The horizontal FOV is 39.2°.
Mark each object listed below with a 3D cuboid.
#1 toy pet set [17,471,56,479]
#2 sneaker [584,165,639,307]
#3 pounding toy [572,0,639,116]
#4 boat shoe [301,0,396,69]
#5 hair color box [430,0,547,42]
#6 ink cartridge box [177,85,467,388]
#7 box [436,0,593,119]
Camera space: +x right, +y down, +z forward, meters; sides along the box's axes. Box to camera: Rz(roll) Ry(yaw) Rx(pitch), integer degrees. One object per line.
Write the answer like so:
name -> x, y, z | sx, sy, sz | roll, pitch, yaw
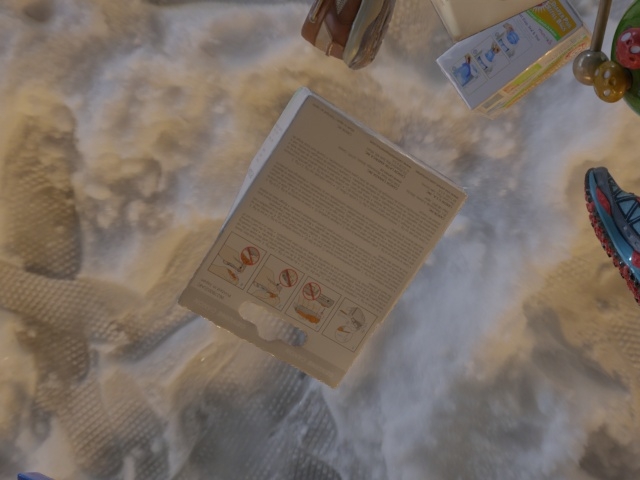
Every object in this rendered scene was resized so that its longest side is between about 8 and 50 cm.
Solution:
toy pet set -> -0.315, 0.243, 0.897 | 0.114, 0.065, 0.122 | 19, 128, 13
sneaker -> 0.480, -0.008, 1.315 | 0.125, 0.104, 0.261 | -26, 63, 6
pounding toy -> 0.400, -0.242, 1.175 | 0.110, 0.237, 0.182 | -13, 126, -21
boat shoe -> 0.064, -0.391, 1.169 | 0.117, 0.123, 0.324 | 22, 93, 8
hair color box -> 0.232, -0.326, 0.752 | 0.347, 0.105, 0.174 | -21, 122, 26
ink cartridge box -> 0.000, 0.000, 0.833 | 0.181, 0.056, 0.224 | 31, 100, -16
box -> 0.299, -0.290, 1.366 | 0.203, 0.114, 0.103 | -38, 73, 23
